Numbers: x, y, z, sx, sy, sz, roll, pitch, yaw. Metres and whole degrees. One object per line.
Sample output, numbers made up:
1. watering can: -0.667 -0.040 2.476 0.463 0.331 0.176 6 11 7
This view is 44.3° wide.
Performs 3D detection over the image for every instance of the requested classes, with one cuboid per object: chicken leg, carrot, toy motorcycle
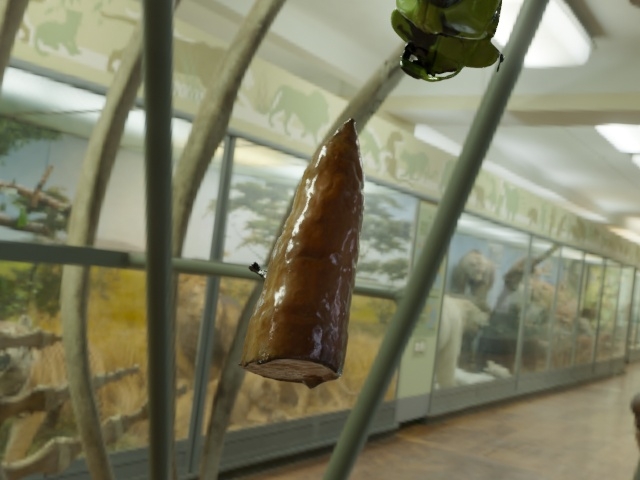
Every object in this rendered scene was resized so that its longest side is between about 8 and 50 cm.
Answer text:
1. chicken leg: -0.076 0.084 1.269 0.062 0.037 0.145 -12 45 -6
2. carrot: 0.000 0.000 0.563 0.072 0.205 0.072 12 -18 4
3. toy motorcycle: 0.124 -0.267 0.781 0.142 0.206 0.342 18 9 20
